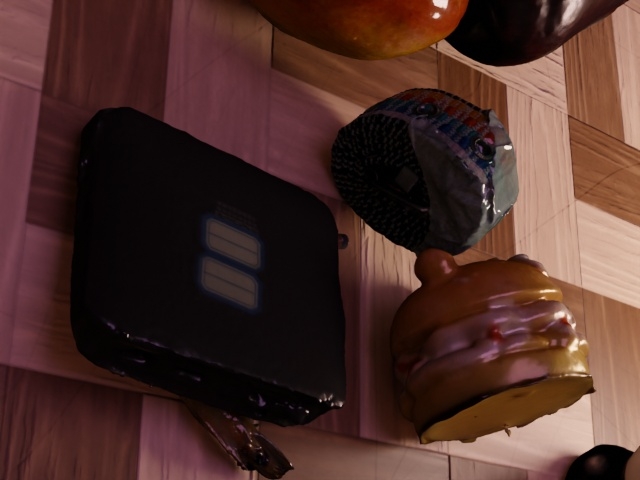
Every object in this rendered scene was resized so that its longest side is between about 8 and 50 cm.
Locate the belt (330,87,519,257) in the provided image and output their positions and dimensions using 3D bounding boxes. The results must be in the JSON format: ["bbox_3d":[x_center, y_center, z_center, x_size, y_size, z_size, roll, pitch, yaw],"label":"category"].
[{"bbox_3d":[0.150,-0.096,1.567,0.258,0.207,0.150,29,43,24],"label":"belt"}]

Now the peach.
[{"bbox_3d":[0.050,-0.404,1.568,0.373,0.373,0.289,16,96,-37],"label":"peach"}]

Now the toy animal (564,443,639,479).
[{"bbox_3d":[0.496,0.386,1.690,0.165,0.235,0.187,16,63,-44],"label":"toy animal"}]

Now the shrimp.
[{"bbox_3d":[-0.104,0.166,1.368,0.253,0.058,0.173,52,39,-10],"label":"shrimp"}]

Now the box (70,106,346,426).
[{"bbox_3d":[-0.126,0.030,1.336,0.359,0.091,0.350,25,43,-32],"label":"box"}]

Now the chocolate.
[{"bbox_3d":[0.319,-0.437,1.800,0.383,0.384,0.331,47,61,-18],"label":"chocolate"}]

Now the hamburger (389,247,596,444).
[{"bbox_3d":[0.217,0.135,1.534,0.276,0.276,0.236,3,58,-41],"label":"hamburger"}]

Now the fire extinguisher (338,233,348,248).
[{"bbox_3d":[0.000,0.000,1.546,0.083,0.022,0.028,0,35,-41],"label":"fire extinguisher"}]
